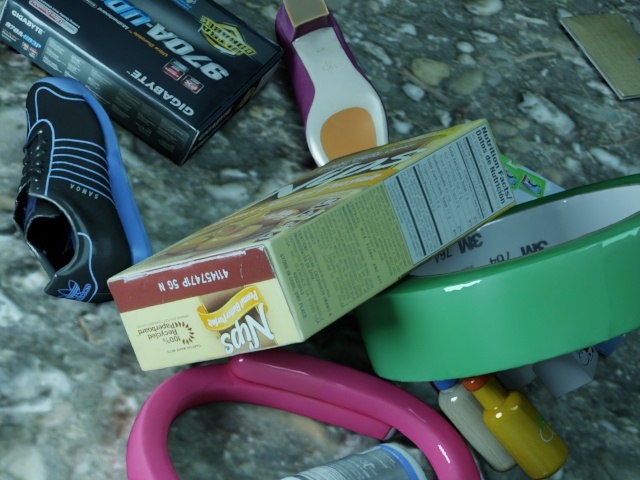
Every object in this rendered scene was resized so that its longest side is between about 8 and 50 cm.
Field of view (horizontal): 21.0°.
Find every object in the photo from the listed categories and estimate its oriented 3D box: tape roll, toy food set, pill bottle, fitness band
[{"bbox_3d":[0.185,0.025,1.432,0.321,0.321,0.077,-24,100,-43],"label":"tape roll"},{"bbox_3d":[0.154,0.105,1.458,0.104,0.111,0.232,50,33,-16],"label":"toy food set"},{"bbox_3d":[0.008,0.202,1.260,0.137,0.078,0.078,-15,58,-36],"label":"pill bottle"},{"bbox_3d":[-0.009,0.188,1.357,0.291,0.054,0.209,17,46,-13],"label":"fitness band"}]

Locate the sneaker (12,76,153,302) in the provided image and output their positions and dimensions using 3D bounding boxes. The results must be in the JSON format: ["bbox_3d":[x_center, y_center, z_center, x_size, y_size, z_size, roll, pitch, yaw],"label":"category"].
[{"bbox_3d":[-0.217,-0.048,1.444,0.090,0.081,0.232,1,50,-38],"label":"sneaker"}]

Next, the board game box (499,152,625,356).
[{"bbox_3d":[0.208,0.003,1.666,0.211,0.039,0.160,29,41,-2],"label":"board game box"}]

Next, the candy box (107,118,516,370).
[{"bbox_3d":[0.000,0.000,1.425,0.316,0.183,0.087,-31,104,-47],"label":"candy box"}]

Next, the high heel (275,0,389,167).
[{"bbox_3d":[0.010,-0.131,1.685,0.082,0.117,0.244,-23,75,-4],"label":"high heel"}]

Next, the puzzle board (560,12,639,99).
[{"bbox_3d":[0.340,-0.210,1.970,0.096,0.011,0.128,-9,55,-37],"label":"puzzle board"}]

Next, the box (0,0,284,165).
[{"bbox_3d":[-0.168,-0.187,1.630,0.220,0.051,0.175,35,42,5],"label":"box"}]
